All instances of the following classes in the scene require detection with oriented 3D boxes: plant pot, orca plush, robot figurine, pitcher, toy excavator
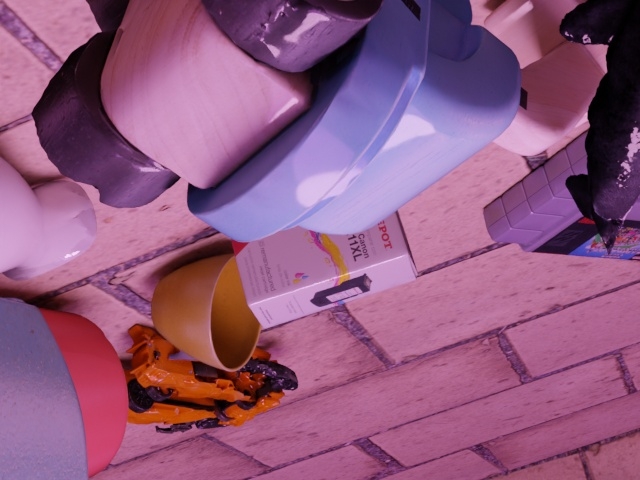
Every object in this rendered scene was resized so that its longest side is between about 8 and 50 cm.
[{"bbox_3d":[-0.349,0.166,1.068,0.248,0.252,0.247,-1,170,19],"label":"plant pot"},{"bbox_3d":[-0.362,0.184,1.359,0.275,0.275,0.243,-34,160,35],"label":"plant pot"},{"bbox_3d":[0.212,-0.133,0.857,0.102,0.151,0.287,23,141,5],"label":"orca plush"},{"bbox_3d":[-0.135,0.078,1.426,0.095,0.134,0.134,4,164,24],"label":"plant pot"},{"bbox_3d":[-0.168,0.188,1.670,0.211,0.085,0.291,-31,151,31],"label":"robot figurine"},{"bbox_3d":[-0.324,-0.006,1.108,0.178,0.125,0.207,-37,159,14],"label":"pitcher"},{"bbox_3d":[0.067,-0.130,0.922,0.445,0.433,0.222,35,130,-25],"label":"toy excavator"}]

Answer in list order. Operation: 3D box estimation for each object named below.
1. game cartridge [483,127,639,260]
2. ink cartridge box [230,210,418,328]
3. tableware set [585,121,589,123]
[{"bbox_3d":[0.396,-0.052,1.530,0.355,0.068,0.230,4,145,-37],"label":"game cartridge"},{"bbox_3d":[0.000,0.000,1.316,0.175,0.127,0.072,-18,153,4],"label":"ink cartridge box"},{"bbox_3d":[0.261,-0.154,1.273,0.141,0.020,0.169,-7,155,-19],"label":"tableware set"}]
